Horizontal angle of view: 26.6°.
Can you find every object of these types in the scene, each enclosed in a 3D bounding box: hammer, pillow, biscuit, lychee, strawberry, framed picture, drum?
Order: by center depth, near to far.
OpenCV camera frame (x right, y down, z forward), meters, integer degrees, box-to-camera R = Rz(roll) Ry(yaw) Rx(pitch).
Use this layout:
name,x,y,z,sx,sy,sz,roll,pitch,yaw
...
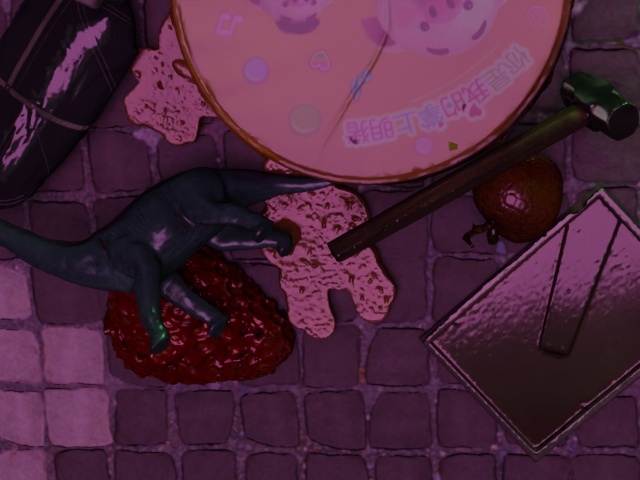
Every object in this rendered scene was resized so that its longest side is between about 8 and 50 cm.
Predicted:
name,x,y,z,sx,sy,sz,roll,pitch,yaw
drum,0.053,-0.275,1.453,0.431,0.214,0.431,1,102,5
hammer,0.173,-0.072,1.491,0.365,0.111,0.043,-29,122,-6
lychee,0.215,-0.045,1.547,0.140,0.114,0.101,-22,72,-3
pillow,-0.330,-0.192,1.600,0.161,0.092,0.335,39,105,3
biscuit,-0.161,-0.203,1.607,0.134,0.027,0.184,18,104,2
framed picture,0.295,0.102,1.620,0.289,0.020,0.211,-43,95,15
biscuit,-0.004,0.000,1.630,0.144,0.040,0.236,-19,98,4
strawberry,-0.151,0.106,1.637,0.237,0.111,0.190,18,103,2

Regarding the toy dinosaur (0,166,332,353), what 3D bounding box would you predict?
name,x,y,z,sx,sy,sz,roll,pitch,yaw
toy dinosaur,-0.208,-0.049,1.582,0.331,0.129,0.383,38,74,19

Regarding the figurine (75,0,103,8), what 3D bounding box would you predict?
name,x,y,z,sx,sy,sz,roll,pitch,yaw
figurine,-0.282,-0.411,1.502,0.309,0.143,0.308,-11,63,23
